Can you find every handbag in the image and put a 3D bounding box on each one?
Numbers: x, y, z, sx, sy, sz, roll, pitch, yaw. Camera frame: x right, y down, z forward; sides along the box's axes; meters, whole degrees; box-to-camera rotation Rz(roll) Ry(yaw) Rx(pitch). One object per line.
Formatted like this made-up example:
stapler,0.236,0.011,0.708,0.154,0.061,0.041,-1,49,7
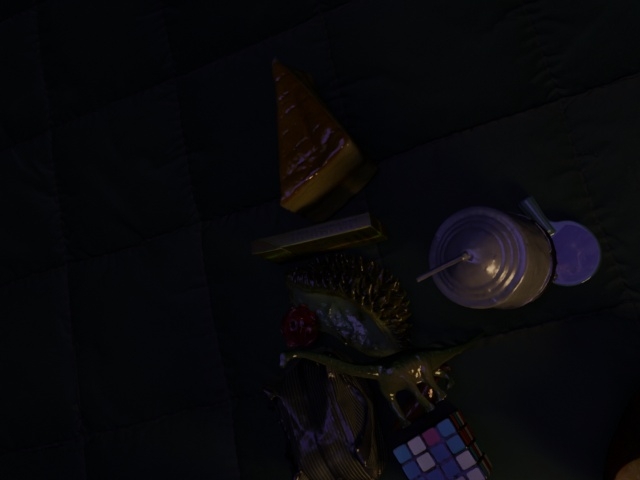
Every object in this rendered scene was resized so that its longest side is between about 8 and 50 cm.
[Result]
handbag,0.006,0.421,1.427,0.247,0.240,0.341,-25,71,10

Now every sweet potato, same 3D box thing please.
sweet potato,0.238,0.373,1.448,0.202,0.058,0.055,-56,26,-1

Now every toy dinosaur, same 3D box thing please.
toy dinosaur,0.154,0.251,1.373,0.447,0.087,0.301,-35,80,-28

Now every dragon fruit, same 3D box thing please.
dragon fruit,-0.061,0.221,1.547,0.126,0.068,0.112,-17,90,42

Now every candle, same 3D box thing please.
candle,0.362,0.039,1.300,0.221,0.342,0.221,-2,86,32

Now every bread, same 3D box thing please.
bread,-0.053,-0.267,1.586,0.245,0.233,0.362,-40,65,11

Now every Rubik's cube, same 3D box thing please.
Rubik's cube,0.272,0.482,1.359,0.154,0.155,0.151,-34,72,12

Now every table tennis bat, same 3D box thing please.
table tennis bat,0.540,-0.005,1.415,0.149,0.038,0.237,-36,73,14

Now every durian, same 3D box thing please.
durian,0.070,0.148,1.547,0.394,0.163,0.198,18,126,27

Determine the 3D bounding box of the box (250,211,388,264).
box,0.000,0.000,1.542,0.311,0.173,0.043,-13,75,17

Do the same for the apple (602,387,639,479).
apple,0.730,0.431,1.133,0.365,0.295,0.329,13,111,19
